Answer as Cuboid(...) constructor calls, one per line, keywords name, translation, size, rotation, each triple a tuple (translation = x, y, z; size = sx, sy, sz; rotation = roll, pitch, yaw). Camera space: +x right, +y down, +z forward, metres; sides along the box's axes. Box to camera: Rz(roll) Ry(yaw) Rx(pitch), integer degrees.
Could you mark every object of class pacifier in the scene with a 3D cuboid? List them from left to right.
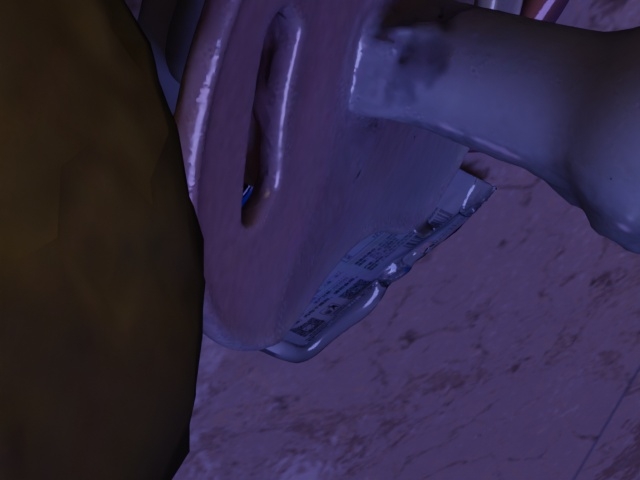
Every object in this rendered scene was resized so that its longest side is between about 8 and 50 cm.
Cuboid(name="pacifier", translation=(0.046, -0.079, 0.732), size=(0.220, 0.273, 0.332), rotation=(-40, 178, 35))

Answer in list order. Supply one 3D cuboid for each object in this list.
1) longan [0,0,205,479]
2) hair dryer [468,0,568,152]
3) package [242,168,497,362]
Cuboid(name="longan", translation=(-0.229, 0.013, 0.533), size=(0.391, 0.391, 0.391), rotation=(-19, 143, -16))
Cuboid(name="hair dryer", translation=(0.120, -0.115, 0.919), size=(0.106, 0.054, 0.154), rotation=(-5, 133, -38))
Cuboid(name="package", translation=(0.000, 0.000, 0.985), size=(0.171, 0.027, 0.173), rotation=(-40, 143, 17))
